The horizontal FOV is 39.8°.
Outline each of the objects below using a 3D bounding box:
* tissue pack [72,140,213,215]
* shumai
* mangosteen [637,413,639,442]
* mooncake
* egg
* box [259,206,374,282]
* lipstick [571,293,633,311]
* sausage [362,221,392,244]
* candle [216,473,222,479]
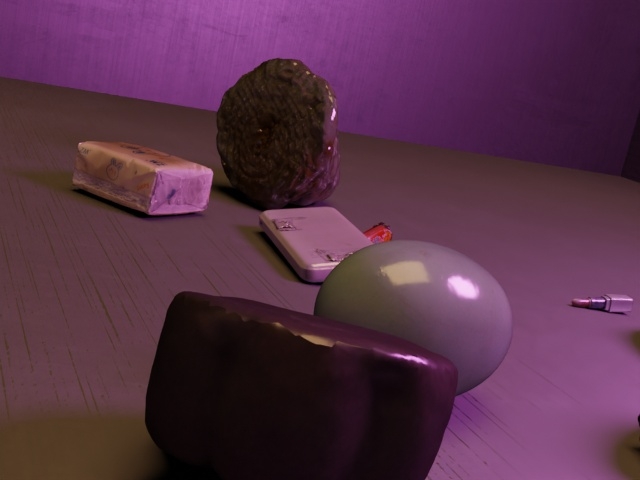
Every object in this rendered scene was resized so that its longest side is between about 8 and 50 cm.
[{"bbox_3d":[-0.305,-0.109,1.520,0.196,0.092,0.148,21,15,30],"label":"tissue pack"},{"bbox_3d":[-0.028,-0.195,1.775,0.304,0.309,0.263,-16,-20,33],"label":"shumai"},{"bbox_3d":[0.471,0.160,0.923,0.289,0.231,0.231,-22,9,10],"label":"mangosteen"},{"bbox_3d":[-0.017,0.117,0.683,0.245,0.133,0.245,16,1,0],"label":"mooncake"},{"bbox_3d":[0.099,0.084,0.917,0.231,0.168,0.168,8,13,-35],"label":"egg"},{"bbox_3d":[0.000,0.000,1.402,0.142,0.044,0.285,-5,20,-16],"label":"box"},{"bbox_3d":[0.467,0.104,1.474,0.107,0.025,0.025,2,15,-14],"label":"lipstick"},{"bbox_3d":[0.083,0.004,1.496,0.048,0.050,0.145,45,21,8],"label":"sausage"},{"bbox_3d":[-0.012,0.204,0.641,0.167,0.021,0.026,23,37,35],"label":"candle"}]
